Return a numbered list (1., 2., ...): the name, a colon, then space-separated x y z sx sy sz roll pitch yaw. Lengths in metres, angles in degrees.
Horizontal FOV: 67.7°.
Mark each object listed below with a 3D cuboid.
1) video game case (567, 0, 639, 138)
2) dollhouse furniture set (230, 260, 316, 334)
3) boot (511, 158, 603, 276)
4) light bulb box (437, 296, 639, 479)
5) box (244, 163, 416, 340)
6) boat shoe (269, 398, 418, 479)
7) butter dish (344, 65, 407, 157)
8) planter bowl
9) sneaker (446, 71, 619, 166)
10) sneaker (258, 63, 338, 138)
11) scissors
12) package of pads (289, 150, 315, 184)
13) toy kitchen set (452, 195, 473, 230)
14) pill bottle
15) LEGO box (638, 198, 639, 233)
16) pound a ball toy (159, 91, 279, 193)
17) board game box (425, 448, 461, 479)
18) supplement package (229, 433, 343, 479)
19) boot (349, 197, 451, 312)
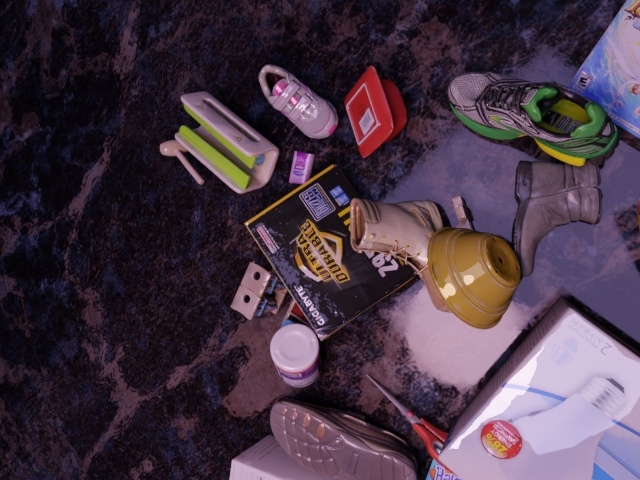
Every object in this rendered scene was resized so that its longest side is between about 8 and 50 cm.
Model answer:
1. video game case: 0.607 -0.292 0.811 0.269 0.061 0.244 41 143 20
2. dollhouse furniture set: -0.090 0.145 1.162 0.183 0.129 0.129 29 101 23
3. boot: 0.466 -0.043 0.939 0.161 0.083 0.246 4 92 19
4. light bulb box: 0.471 0.355 0.848 0.358 0.225 0.361 39 104 20
5. box: 0.020 0.025 1.092 0.257 0.079 0.322 -33 76 -4
6. boat shoe: 0.051 0.462 1.095 0.355 0.130 0.132 22 102 18
7. butter dish: 0.142 -0.288 1.076 0.160 0.118 0.160 -36 67 64
8. planter bowl: 0.315 0.052 0.915 0.090 0.217 0.217 -38 73 46
9. sneaker: 0.394 -0.265 0.919 0.343 0.146 0.134 31 94 36
10. sneaker: -0.066 -0.340 1.168 0.252 0.111 0.103 41 105 19
11. scissors: 0.203 0.395 1.037 0.297 0.109 0.021 32 118 22
12. package of pads: -0.046 -0.180 1.200 0.050 0.032 0.083 14 95 22
13. toy kitchen set: 0.280 -0.045 1.028 0.075 0.068 0.083 -19 81 24
14. pill bottle: -0.051 0.275 1.103 0.108 0.193 0.108 -1 59 2
15. LEGO box: 0.756 0.093 0.640 0.372 0.193 0.500 -27 54 22
16. pound a ball toy: -0.269 -0.246 1.269 0.319 0.136 0.208 40 130 20
17. board game box: 0.296 0.568 1.023 0.160 0.047 0.210 19 97 24
18. supplement package: -0.048 0.604 1.110 0.293 0.177 0.175 9 93 24
19. boot: 0.169 0.026 0.975 0.095 0.203 0.262 129 137 -53
